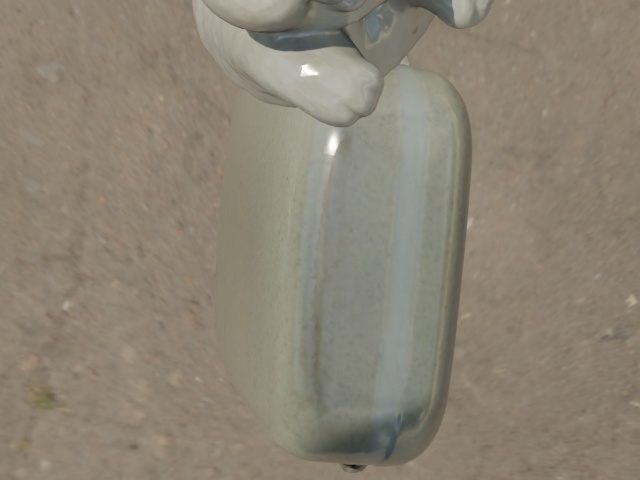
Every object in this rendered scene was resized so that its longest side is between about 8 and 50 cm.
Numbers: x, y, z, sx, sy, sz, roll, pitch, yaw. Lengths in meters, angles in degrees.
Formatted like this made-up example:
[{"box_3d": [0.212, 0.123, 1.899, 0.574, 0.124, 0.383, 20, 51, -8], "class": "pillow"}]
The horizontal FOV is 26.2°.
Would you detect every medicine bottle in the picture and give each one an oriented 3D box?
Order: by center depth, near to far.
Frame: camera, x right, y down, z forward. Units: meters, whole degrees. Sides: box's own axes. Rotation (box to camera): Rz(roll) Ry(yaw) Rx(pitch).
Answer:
[{"box_3d": [0.000, 0.000, 0.955, 0.123, 0.375, 0.282, 6, 95, -10], "class": "medicine bottle"}]

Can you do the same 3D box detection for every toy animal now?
[{"box_3d": [-0.006, -0.131, 0.433, 0.104, 0.220, 0.130, -23, 64, -4], "class": "toy animal"}]
